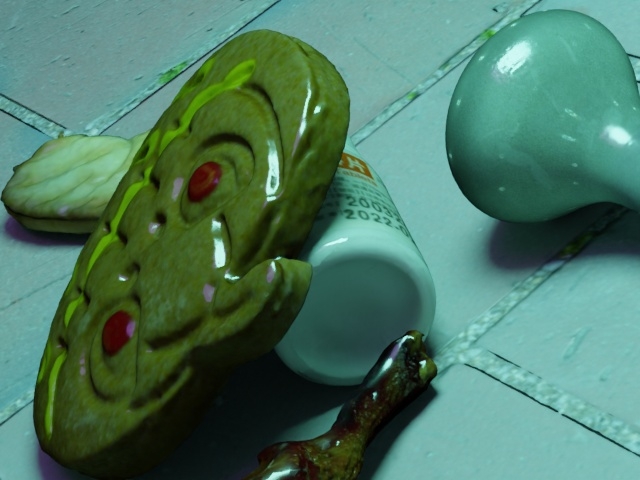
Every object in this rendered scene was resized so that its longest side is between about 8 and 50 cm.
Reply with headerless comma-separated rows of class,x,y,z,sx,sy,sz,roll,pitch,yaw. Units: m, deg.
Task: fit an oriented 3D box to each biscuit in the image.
biscuit,-0.112,0.009,1.516,0.394,0.070,0.350,-63,27,-3
biscuit,-0.187,-0.063,1.874,0.299,0.045,0.154,-3,38,31

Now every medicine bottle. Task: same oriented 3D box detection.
medicine bottle,0.000,0.000,1.566,0.144,0.144,0.252,-25,30,2

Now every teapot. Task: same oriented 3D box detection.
teapot,0.228,-0.073,1.494,0.183,0.183,0.251,-41,45,-21

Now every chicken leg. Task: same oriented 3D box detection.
chicken leg,-0.049,0.204,1.369,0.407,0.096,0.158,-38,15,-21
